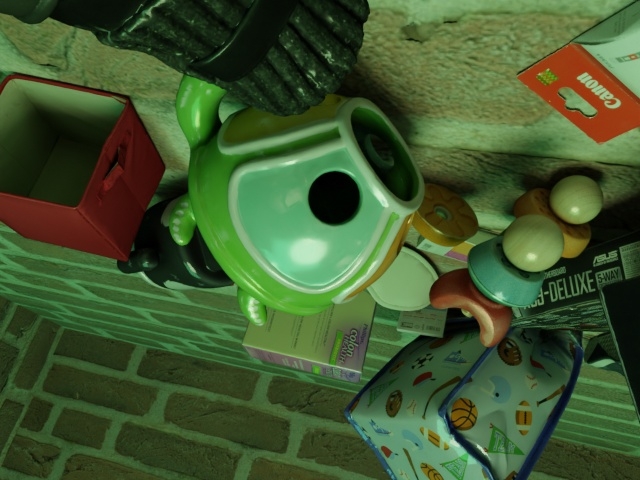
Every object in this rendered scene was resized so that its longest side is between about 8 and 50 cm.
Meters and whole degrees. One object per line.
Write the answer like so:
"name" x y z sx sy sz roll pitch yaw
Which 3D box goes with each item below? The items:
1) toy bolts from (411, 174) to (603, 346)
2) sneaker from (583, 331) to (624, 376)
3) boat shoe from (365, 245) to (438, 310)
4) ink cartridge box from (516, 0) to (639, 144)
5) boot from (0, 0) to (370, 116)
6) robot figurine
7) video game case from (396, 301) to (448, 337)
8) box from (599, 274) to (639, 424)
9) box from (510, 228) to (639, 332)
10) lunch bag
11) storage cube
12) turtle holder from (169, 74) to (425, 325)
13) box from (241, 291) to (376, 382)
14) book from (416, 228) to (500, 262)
"toy bolts" 0.215 -0.017 0.626 0.218 0.228 0.158 34 133 5
"sneaker" 0.640 0.233 1.009 0.164 0.086 0.226 23 167 9
"boat shoe" 0.081 0.036 0.953 0.320 0.116 0.099 22 -168 -26
"ink cartridge box" 0.294 -0.142 0.471 0.145 0.045 0.179 27 151 -23
"boot" -0.032 -0.247 0.302 0.260 0.131 0.348 2 134 -48
"robot figurine" -0.223 0.005 0.927 0.278 0.173 0.209 -8 151 43
"video game case" 0.202 0.125 1.010 0.087 0.122 0.011 5 146 22
"box" 0.514 0.142 0.525 0.294 0.211 0.396 -24 149 36
"box" 0.433 0.067 0.730 0.243 0.076 0.307 6 160 -21
"lunch bag" 0.287 0.270 1.022 0.239 0.385 0.328 55 149 -3
"storage cube" -0.375 -0.102 0.785 0.215 0.183 0.193 12 157 6
"turtle holder" -0.023 -0.080 0.616 0.227 0.320 0.243 -28 168 37
"box" -0.011 0.158 1.097 0.243 0.213 0.117 11 156 8
"book" 0.240 0.011 0.852 0.144 0.035 0.096 17 159 -2
